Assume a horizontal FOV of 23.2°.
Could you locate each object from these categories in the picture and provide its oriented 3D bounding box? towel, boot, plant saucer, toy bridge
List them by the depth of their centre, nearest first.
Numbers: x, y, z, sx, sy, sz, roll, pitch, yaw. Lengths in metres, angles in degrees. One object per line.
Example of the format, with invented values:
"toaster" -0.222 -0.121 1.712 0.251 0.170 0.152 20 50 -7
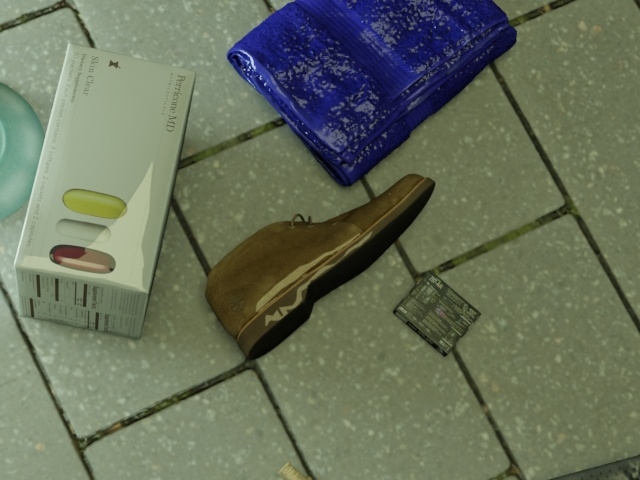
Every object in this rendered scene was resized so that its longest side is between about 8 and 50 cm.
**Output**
"toy bridge" -0.074 0.331 1.732 0.063 0.026 0.188 45 72 3
"boot" 0.000 0.000 1.809 0.305 0.112 0.115 -37 71 -15
"plant saucer" -0.417 -0.110 1.809 0.194 0.037 0.195 3 73 -9
"towel" 0.069 -0.241 1.903 0.308 0.076 0.228 -40 84 -18

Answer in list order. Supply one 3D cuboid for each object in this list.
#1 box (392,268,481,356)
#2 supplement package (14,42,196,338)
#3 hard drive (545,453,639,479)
"box" 0.138 0.086 1.843 0.083 0.018 0.067 40 72 4
"supplement package" -0.238 -0.050 1.729 0.145 0.204 0.262 11 71 -6
"hard drive" 0.342 0.383 1.765 0.172 0.054 0.255 -13 76 -12
